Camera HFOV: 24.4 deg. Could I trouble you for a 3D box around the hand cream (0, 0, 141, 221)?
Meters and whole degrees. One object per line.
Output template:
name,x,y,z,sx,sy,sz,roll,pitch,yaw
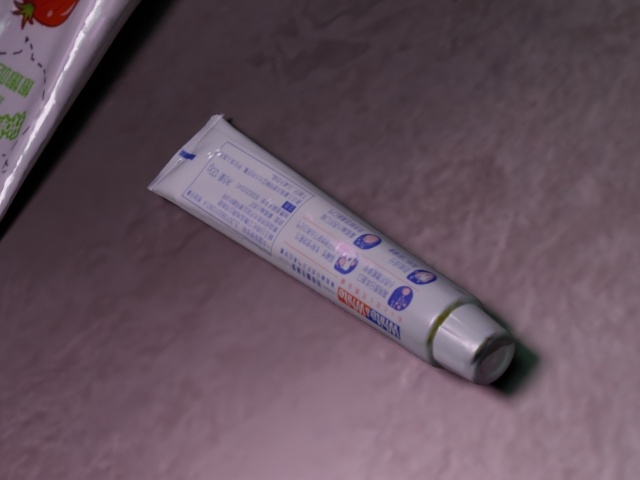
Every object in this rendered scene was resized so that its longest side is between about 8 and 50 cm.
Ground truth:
hand cream,-0.127,-0.152,0.791,0.121,0.076,0.336,31,86,39

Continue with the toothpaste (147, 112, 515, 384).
toothpaste,0.000,0.000,0.645,0.052,0.033,0.218,-48,48,-9
